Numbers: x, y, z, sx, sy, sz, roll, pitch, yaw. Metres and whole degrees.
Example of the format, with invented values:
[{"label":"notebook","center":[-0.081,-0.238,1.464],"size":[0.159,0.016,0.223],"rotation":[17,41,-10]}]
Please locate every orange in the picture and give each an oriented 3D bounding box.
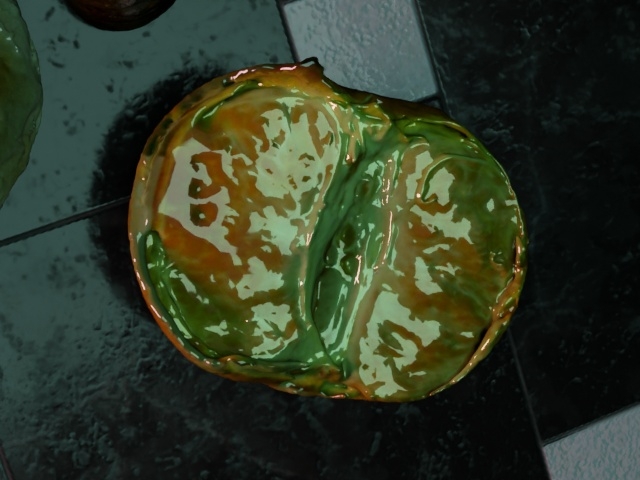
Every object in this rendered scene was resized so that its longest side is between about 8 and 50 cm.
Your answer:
[{"label":"orange","center":[-0.002,0.002,1.232],"size":[0.335,0.196,0.262],"rotation":[8,79,-22]}]

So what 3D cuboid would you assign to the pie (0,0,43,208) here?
[{"label":"pie","center":[-0.350,-0.127,1.133],"size":[0.306,0.071,0.306],"rotation":[8,76,-34]}]

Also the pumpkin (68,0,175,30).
[{"label":"pumpkin","center":[-0.179,-0.263,1.195],"size":[0.119,0.107,0.183],"rotation":[-33,103,-6]}]
